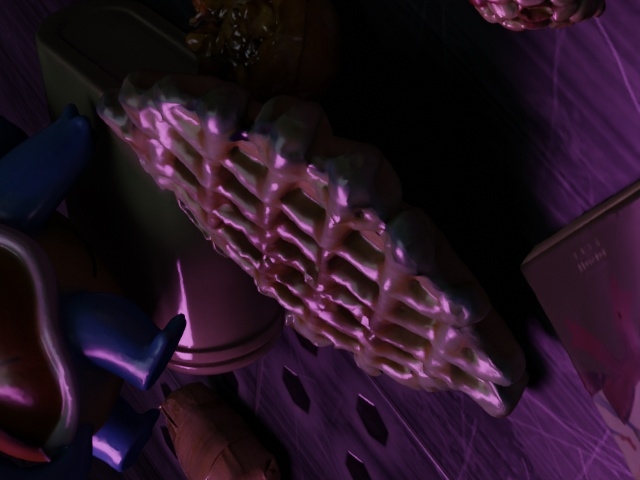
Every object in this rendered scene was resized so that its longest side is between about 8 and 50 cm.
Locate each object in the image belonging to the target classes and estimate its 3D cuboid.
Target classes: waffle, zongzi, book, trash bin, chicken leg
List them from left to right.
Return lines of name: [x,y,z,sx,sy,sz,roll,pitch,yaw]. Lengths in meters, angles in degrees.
trash bin: [-0.134,-0.049,1.399,0.243,0.121,0.247,37,143,47]
zongzi: [-0.088,0.237,1.687,0.160,0.078,0.176,51,165,41]
chicken leg: [-0.043,-0.116,1.156,0.207,0.101,0.085,121,153,-75]
waffle: [0.000,0.000,1.110,0.292,0.056,0.309,14,150,52]
book: [0.218,0.106,0.907,0.289,0.026,0.201,61,157,6]

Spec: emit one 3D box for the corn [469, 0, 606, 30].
corn: [0.076,-0.217,0.758,0.098,0.098,0.289,35,147,49]

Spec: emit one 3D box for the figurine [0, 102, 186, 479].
figurine: [-0.235,0.069,1.356,0.298,0.243,0.416,100,161,-62]
